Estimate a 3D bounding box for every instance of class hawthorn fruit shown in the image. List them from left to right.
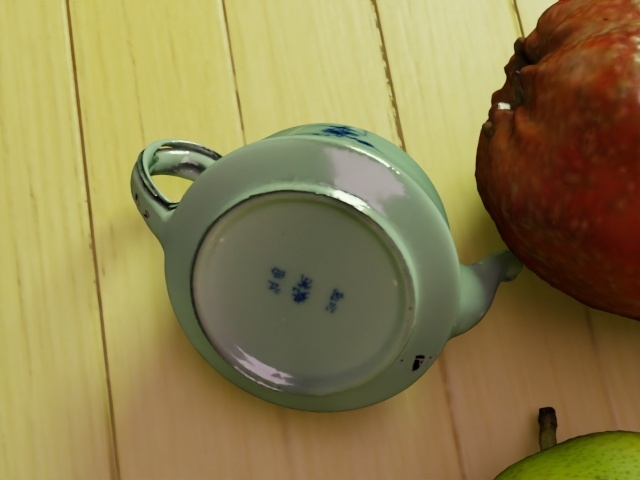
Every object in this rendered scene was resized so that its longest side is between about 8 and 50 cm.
[{"bbox_3d":[0.217,-0.039,0.675,0.253,0.205,0.205,22,69,-6],"label":"hawthorn fruit"}]

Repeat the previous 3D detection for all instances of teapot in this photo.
[{"bbox_3d":[0.000,0.000,0.667,0.232,0.159,0.159,20,69,3],"label":"teapot"}]

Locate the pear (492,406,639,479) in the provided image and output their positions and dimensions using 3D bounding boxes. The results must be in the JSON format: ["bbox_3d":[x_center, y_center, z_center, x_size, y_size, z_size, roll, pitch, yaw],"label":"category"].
[{"bbox_3d":[0.144,0.169,0.619,0.180,0.166,0.216,-21,49,-4],"label":"pear"}]
